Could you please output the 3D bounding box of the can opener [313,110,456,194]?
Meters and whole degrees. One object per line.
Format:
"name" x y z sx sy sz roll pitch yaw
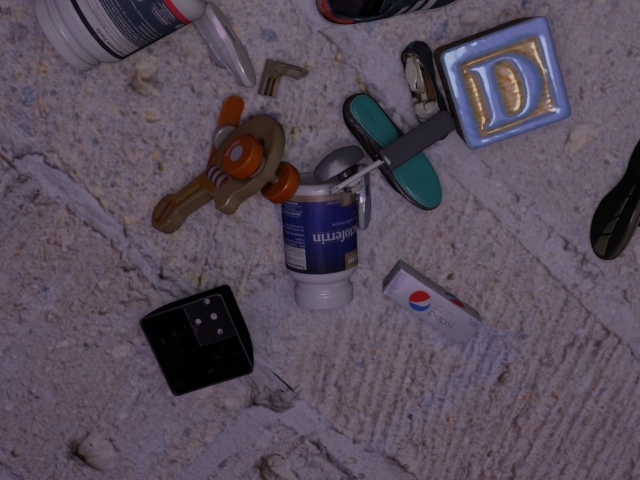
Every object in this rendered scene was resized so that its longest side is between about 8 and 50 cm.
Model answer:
"can opener" 0.124 -0.170 1.333 0.280 0.074 0.093 -29 92 -7

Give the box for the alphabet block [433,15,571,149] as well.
"alphabet block" 0.332 -0.298 1.320 0.194 0.197 0.192 -16 105 9

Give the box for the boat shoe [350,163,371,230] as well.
"boat shoe" 0.081 -0.092 1.483 0.040 0.049 0.142 5 106 23

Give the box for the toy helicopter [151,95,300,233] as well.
"toy helicopter" -0.216 -0.136 1.427 0.355 0.234 0.140 -32 140 25

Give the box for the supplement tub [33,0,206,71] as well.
"supplement tub" -0.374 -0.455 1.331 0.272 0.191 0.191 -24 103 12

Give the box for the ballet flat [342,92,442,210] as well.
"ballet flat" 0.143 -0.177 1.425 0.095 0.096 0.280 -37 93 -15

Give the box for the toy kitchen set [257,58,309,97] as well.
"toy kitchen set" -0.068 -0.316 1.417 0.068 0.083 0.075 2 113 -40

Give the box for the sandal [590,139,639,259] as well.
"sandal" 0.644 -0.089 1.403 0.086 0.120 0.302 21 107 -16

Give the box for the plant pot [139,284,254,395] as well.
"plant pot" -0.250 0.195 1.528 0.188 0.167 0.188 -19 105 9

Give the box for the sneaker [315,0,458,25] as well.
"sneaker" 0.159 -0.478 1.305 0.350 0.148 0.131 -17 104 9

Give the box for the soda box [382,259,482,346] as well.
"soda box" 0.240 0.134 1.518 0.216 0.074 0.069 34 106 -5

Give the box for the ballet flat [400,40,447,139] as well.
"ballet flat" 0.202 -0.291 1.395 0.074 0.074 0.203 -14 104 8

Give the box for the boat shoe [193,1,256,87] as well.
"boat shoe" -0.195 -0.380 1.409 0.063 0.066 0.184 -27 104 22

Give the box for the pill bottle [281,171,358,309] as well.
"pill bottle" 0.000 0.000 1.457 0.153 0.153 0.264 -2 107 5
